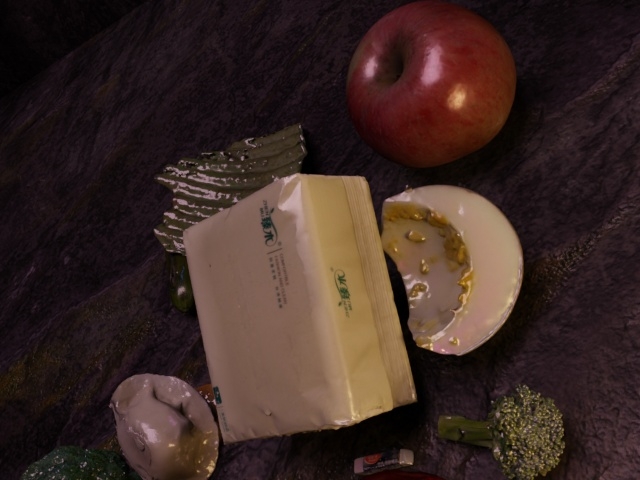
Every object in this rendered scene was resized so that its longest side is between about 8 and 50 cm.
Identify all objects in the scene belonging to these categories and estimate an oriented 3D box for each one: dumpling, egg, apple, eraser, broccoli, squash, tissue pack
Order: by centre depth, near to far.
[{"bbox_3d":[0.239,0.267,1.082,0.204,0.122,0.118,-15,30,53],"label":"broccoli"},{"bbox_3d":[0.096,0.339,1.196,0.099,0.019,0.027,-22,44,29],"label":"eraser"},{"bbox_3d":[-0.041,0.112,1.242,0.297,0.207,0.381,-23,75,39],"label":"tissue pack"},{"bbox_3d":[0.214,0.042,1.248,0.206,0.162,0.271,-22,77,4],"label":"egg"},{"bbox_3d":[-0.424,0.497,1.384,0.269,0.270,0.270,-20,80,29],"label":"broccoli"},{"bbox_3d":[-0.274,0.343,1.411,0.172,0.142,0.247,-28,75,-23],"label":"dumpling"},{"bbox_3d":[0.213,-0.284,1.474,0.344,0.269,0.345,-23,59,44],"label":"apple"},{"bbox_3d":[-0.317,0.043,1.799,0.087,0.087,0.331,-36,38,12],"label":"squash"}]

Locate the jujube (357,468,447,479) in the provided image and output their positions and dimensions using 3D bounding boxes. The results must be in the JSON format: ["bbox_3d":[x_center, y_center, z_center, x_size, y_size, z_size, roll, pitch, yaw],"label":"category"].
[{"bbox_3d":[0.138,0.425,0.916,0.258,0.258,0.376,-55,34,-12],"label":"jujube"}]

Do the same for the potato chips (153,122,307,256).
[{"bbox_3d":[-0.198,-0.138,1.805,0.389,0.097,0.373,-18,44,13],"label":"potato chips"}]

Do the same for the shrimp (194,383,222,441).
[{"bbox_3d":[-0.257,0.371,1.484,0.236,0.053,0.133,-40,60,2],"label":"shrimp"}]
